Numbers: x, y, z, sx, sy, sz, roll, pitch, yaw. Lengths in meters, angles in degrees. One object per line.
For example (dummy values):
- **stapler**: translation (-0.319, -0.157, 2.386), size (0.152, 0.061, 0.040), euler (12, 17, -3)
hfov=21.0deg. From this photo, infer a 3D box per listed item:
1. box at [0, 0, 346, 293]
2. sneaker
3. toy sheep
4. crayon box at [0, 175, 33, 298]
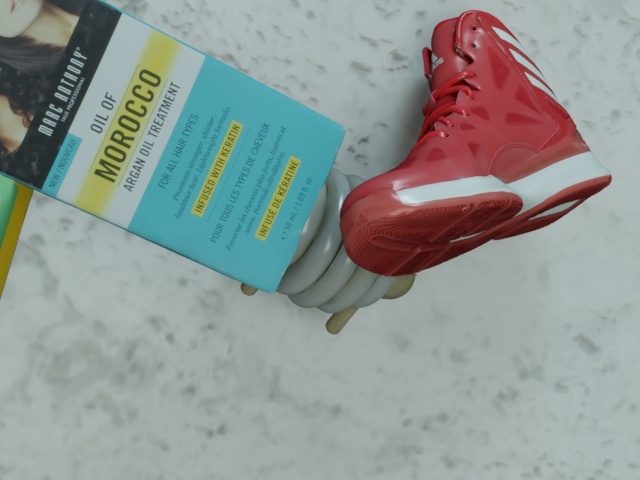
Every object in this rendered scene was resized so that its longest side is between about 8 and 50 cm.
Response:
- **box**: translation (-0.113, -0.066, 0.873), size (0.244, 0.060, 0.101), euler (25, 87, -29)
- **sneaker**: translation (0.066, -0.059, 0.981), size (0.221, 0.087, 0.128), euler (-10, 68, -53)
- **toy sheep**: translation (0.000, 0.000, 0.994), size (0.132, 0.091, 0.091), euler (23, 90, -28)
- **crayon box**: translation (-0.241, -0.091, 0.897), size (0.203, 0.083, 0.323), euler (17, 91, -21)
